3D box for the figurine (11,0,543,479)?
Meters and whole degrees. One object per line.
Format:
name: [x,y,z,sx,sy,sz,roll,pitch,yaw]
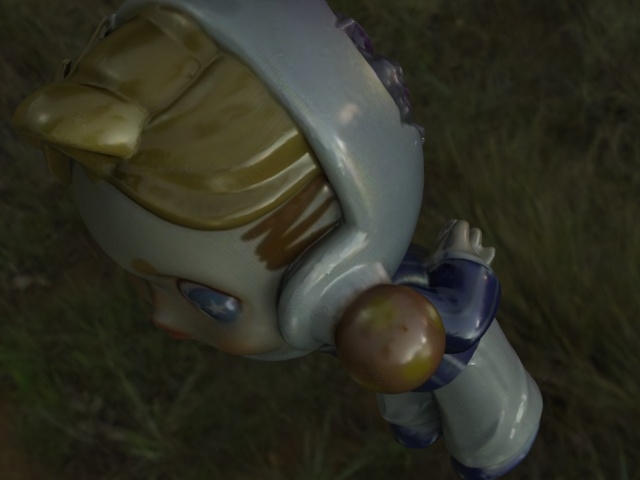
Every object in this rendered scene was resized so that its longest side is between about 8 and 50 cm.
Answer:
figurine: [0.008,0.005,0.586,0.133,0.274,0.194,-52,22,-7]
